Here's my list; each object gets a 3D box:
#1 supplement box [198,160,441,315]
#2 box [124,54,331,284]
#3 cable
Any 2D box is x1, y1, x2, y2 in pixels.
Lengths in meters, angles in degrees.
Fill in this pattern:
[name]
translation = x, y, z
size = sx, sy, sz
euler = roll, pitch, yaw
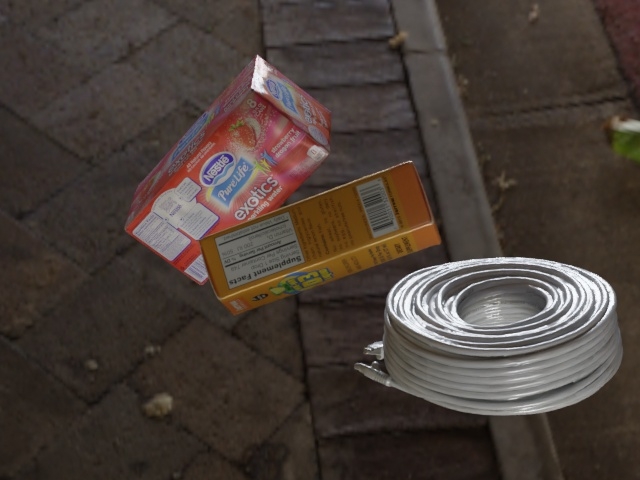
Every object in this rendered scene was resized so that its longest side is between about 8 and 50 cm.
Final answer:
[supplement box]
translation = 0.000, 0.000, 1.295
size = 0.233, 0.078, 0.080
euler = -18, 70, 6
[box]
translation = -0.114, -0.087, 1.584
size = 0.128, 0.257, 0.122
euler = 37, 24, -19
[cable]
translation = 0.194, 0.095, 1.372
size = 0.257, 0.089, 0.257
euler = -24, 28, -34
